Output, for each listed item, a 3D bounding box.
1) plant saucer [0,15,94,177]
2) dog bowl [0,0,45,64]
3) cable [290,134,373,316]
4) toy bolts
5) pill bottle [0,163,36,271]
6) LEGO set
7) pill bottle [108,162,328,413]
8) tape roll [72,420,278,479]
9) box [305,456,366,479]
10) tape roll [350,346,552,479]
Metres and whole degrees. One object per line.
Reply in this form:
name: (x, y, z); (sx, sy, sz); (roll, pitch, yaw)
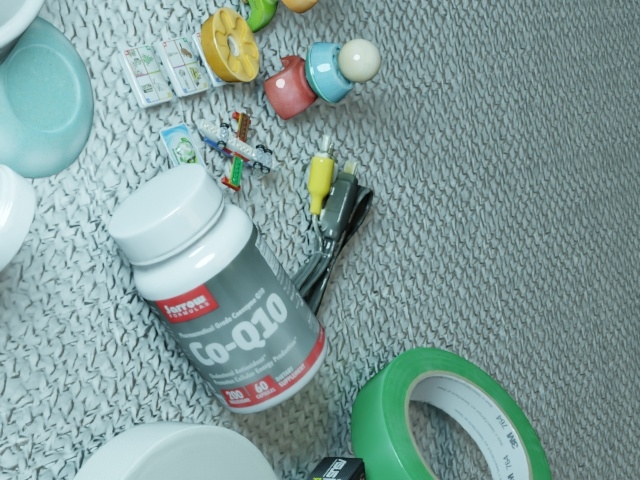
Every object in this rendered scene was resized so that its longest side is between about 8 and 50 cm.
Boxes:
plant saucer: (-0.323, -0.169, 1.343); (0.195, 0.037, 0.194); (10, 76, -47)
dog bowl: (-0.419, -0.315, 1.182); (0.349, 0.102, 0.348); (10, 75, -42)
cable: (0.000, 0.000, 1.696); (0.139, 0.072, 0.287); (40, 67, -58)
toy bolts: (-0.027, -0.269, 1.581); (0.228, 0.159, 0.218); (56, 34, -28)
pill bottle: (-0.414, -0.067, 1.133); (0.265, 0.153, 0.153); (35, 59, -40)
LEGO set: (-0.155, -0.143, 1.539); (0.182, 0.060, 0.244); (-26, 92, -48)
pill bottle: (-0.124, 0.059, 1.440); (0.283, 0.161, 0.161); (57, 47, -26)
tape roll: (-0.171, 0.401, 1.359); (0.392, 0.072, 0.391); (-1, 92, -55)
box: (0.009, 0.443, 1.526); (0.216, 0.060, 0.270); (-33, 120, -68)
tape roll: (0.192, 0.308, 1.716); (0.321, 0.077, 0.321); (26, 39, -24)
